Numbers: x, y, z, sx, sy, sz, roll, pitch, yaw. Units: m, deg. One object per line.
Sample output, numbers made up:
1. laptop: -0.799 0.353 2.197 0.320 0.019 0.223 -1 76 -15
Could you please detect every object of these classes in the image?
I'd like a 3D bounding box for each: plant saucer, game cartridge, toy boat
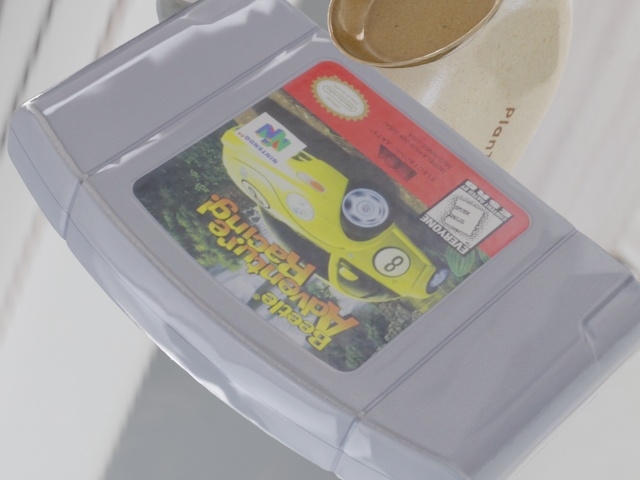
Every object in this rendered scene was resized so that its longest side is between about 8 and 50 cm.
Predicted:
1. plant saucer: 0.043 -0.099 0.788 0.083 0.015 0.083 -18 -134 19
2. game cartridge: 0.000 0.000 0.936 0.294 0.196 0.060 39 -38 15
3. toy boat: 0.032 -0.116 1.276 0.148 0.318 0.267 40 -72 31
